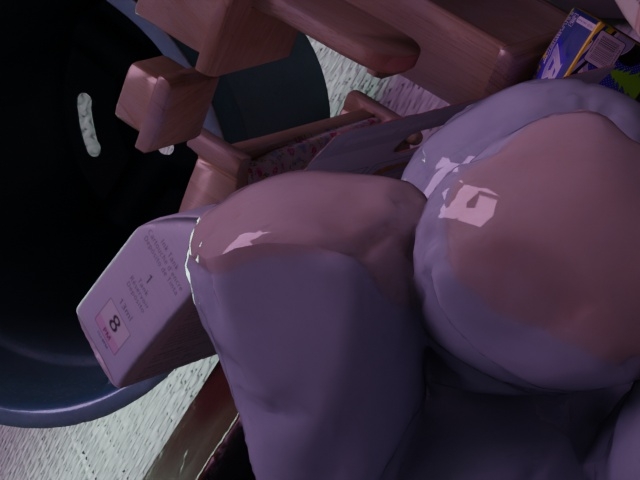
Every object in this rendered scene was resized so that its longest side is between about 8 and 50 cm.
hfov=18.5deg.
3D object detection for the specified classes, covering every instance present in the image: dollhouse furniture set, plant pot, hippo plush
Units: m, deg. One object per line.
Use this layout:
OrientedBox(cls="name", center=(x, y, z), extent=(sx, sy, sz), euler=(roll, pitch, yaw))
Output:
OrientedBox(cls="dollhouse furniture set", center=(0.000, 0.000, 1.174), extent=(0.303, 0.174, 0.355), euler=(-21, -42, -55))
OrientedBox(cls="plant pot", center=(-0.162, -0.072, 1.501), extent=(0.341, 0.341, 0.334), euler=(-55, -8, 23))
OrientedBox(cls="hippo plush", center=(0.095, 0.069, 0.695), extent=(0.236, 0.234, 0.294), euler=(-43, -40, -60))

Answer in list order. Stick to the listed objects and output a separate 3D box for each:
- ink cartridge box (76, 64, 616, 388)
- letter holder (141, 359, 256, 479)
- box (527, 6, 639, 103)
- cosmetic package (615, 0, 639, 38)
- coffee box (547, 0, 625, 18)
OrientedBox(cls="ink cartridge box", center=(0.007, -0.024, 0.959), extent=(0.189, 0.066, 0.232), euler=(-17, -24, -40))
OrientedBox(cls="letter holder", center=(-0.031, 0.166, 0.965), extent=(0.302, 0.152, 0.214), euler=(-57, 12, 13))
OrientedBox(cls="box", center=(0.118, -0.037, 1.041), extent=(0.169, 0.054, 0.059), euler=(-58, 14, 9))
OrientedBox(cls="cosmetic package", center=(0.240, -0.155, 0.632), extent=(0.296, 0.153, 0.129), euler=(-58, 15, 19))
OrientedBox(cls="coffee box", center=(0.122, -0.343, 1.051), extent=(0.338, 0.334, 0.337), euler=(-58, 12, 2))
